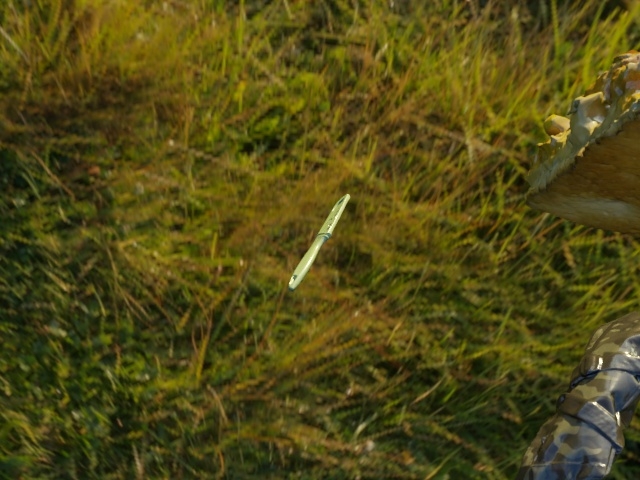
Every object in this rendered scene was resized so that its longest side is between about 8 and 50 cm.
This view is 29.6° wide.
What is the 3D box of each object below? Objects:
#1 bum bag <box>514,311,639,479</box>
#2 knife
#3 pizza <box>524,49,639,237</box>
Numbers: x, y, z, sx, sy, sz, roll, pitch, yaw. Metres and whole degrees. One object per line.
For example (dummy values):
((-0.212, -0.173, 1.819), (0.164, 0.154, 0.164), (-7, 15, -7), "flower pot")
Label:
((0.387, 0.225, 1.680), (0.095, 0.144, 0.340), (50, 58, -19), "bum bag")
((0.000, 0.000, 1.536), (0.014, 0.030, 0.207), (46, 39, -14), "knife")
((0.284, -0.050, 0.731), (0.268, 0.258, 0.087), (16, 78, -7), "pizza")
